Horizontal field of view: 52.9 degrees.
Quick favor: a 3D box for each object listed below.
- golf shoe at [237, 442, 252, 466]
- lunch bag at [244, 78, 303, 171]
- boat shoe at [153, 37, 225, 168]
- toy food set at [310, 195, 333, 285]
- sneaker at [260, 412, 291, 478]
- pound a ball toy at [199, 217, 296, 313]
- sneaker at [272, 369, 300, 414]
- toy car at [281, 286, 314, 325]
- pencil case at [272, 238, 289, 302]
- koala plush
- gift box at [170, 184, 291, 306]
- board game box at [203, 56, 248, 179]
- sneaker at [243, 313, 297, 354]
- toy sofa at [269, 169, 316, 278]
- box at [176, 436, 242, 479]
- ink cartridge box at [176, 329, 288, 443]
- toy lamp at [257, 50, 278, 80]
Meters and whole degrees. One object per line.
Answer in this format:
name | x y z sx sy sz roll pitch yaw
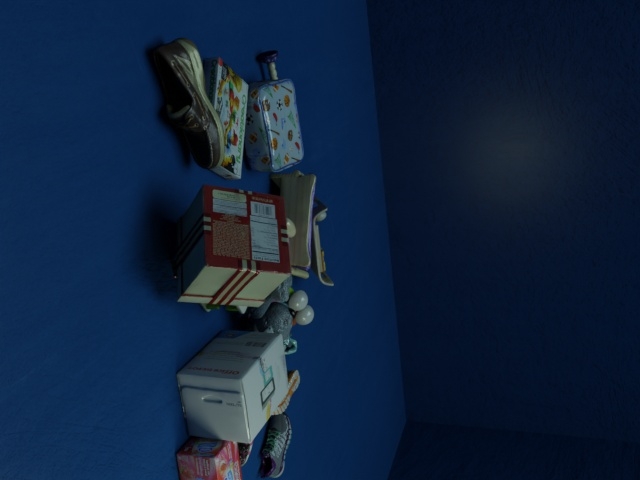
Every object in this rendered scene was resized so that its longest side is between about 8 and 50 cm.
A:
golf shoe | -0.233 0.605 1.995 0.086 0.067 0.186 49 45 -63
lunch bag | -0.155 -0.373 2.112 0.243 0.114 0.304 -35 124 -55
boat shoe | -0.345 -0.333 1.643 0.123 0.123 0.342 -41 129 -47
toy food set | 0.000 0.000 2.455 0.220 0.092 0.306 -132 -147 -68
sneaker | -0.157 0.696 2.190 0.098 0.083 0.224 26 66 -63
pound a ball toy | -0.214 0.046 1.847 0.136 0.208 0.319 68 30 -46
sneaker | -0.147 0.525 2.221 0.215 0.083 0.084 -45 132 -57
toy car | -0.121 0.228 2.240 0.136 0.159 0.182 -38 136 -19
pencil case | -0.167 0.073 2.117 0.124 0.124 0.284 16 75 -69
koala plush | -0.159 0.216 1.963 0.196 0.203 0.221 -88 159 -78
gift box | -0.223 0.011 1.635 0.258 0.255 0.276 -44 -139 51
board game box | -0.285 -0.350 1.879 0.193 0.053 0.305 29 63 -68
sneaker | -0.159 0.309 2.120 0.283 0.122 0.110 50 44 -60
toy sofa | -0.084 -0.054 2.256 0.150 0.177 0.363 30 61 -67
box | -0.293 0.661 1.744 0.128 0.122 0.257 -38 125 -66
ink cartridge box | -0.236 0.398 1.796 0.270 0.198 0.197 -42 129 -63
toy lamp | -0.150 -0.510 2.222 0.080 0.080 0.275 -63 146 -52
